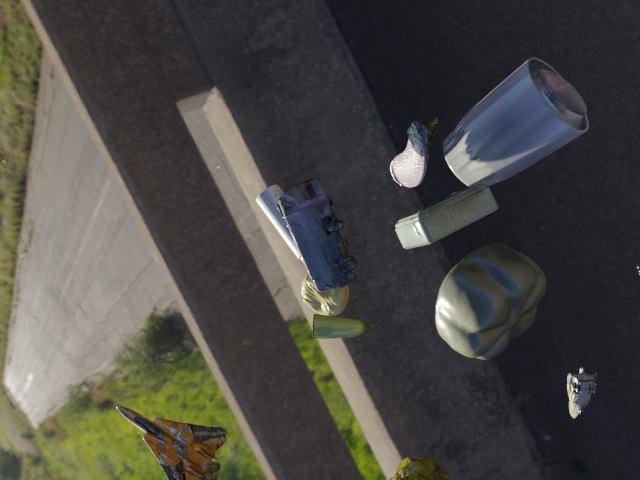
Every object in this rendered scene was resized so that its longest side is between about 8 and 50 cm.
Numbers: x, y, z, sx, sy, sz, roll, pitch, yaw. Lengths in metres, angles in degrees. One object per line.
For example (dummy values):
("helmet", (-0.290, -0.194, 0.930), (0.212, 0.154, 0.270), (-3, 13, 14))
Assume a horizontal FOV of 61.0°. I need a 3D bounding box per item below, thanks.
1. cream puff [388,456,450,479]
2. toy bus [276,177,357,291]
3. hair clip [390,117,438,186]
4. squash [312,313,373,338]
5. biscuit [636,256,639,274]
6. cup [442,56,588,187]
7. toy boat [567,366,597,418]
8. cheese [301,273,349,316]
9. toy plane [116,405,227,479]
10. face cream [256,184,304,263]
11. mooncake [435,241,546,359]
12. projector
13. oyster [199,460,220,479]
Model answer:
("cream puff", (0.247, 0.710, 1.408), (0.185, 0.282, 0.281), (-18, 103, 21))
("toy bus", (0.000, 0.000, 1.384), (0.112, 0.138, 0.316), (-114, 2, -50))
("hair clip", (0.298, -0.263, 1.743), (0.110, 0.095, 0.358), (19, 153, 1))
("squash", (0.081, 0.311, 1.959), (0.094, 0.224, 0.094), (180, 90, -87))
("biscuit", (0.907, 0.068, 1.477), (0.087, 0.089, 0.027), (22, 169, 42))
("cup", (0.559, -0.330, 1.592), (0.371, 0.253, 0.253), (-37, 85, 43))
("toy boat", (0.824, 0.498, 1.731), (0.085, 0.066, 0.210), (-4, 123, 3))
("cheese", (0.019, 0.249, 2.538), (0.226, 0.117, 0.213), (20, 123, 13))
("toy plane", (-0.409, 0.519, 1.424), (0.316, 0.204, 0.103), (41, 153, -16))
("face cream", (-0.086, -0.032, 1.878), (0.345, 0.102, 0.102), (52, 143, 8))
("mooncake", (0.379, 0.140, 1.198), (0.135, 0.275, 0.274), (41, 142, 42))
("projector", (0.367, -0.073, 1.618), (0.099, 0.257, 0.192), (64, 164, 0))
("oyster", (-0.433, 0.795, 1.556), (0.111, 0.396, 0.204), (54, 157, -6))
